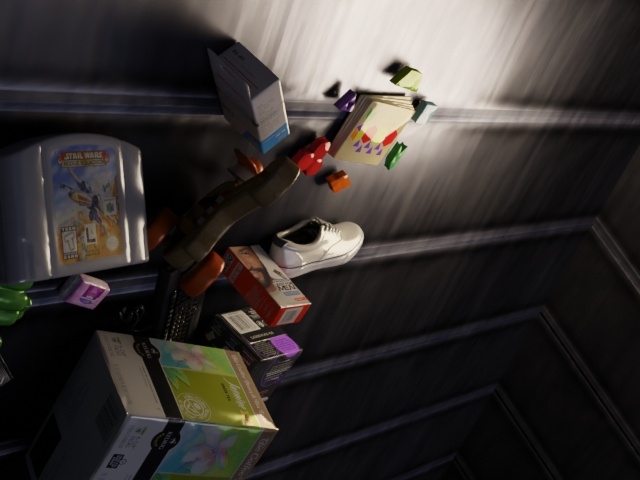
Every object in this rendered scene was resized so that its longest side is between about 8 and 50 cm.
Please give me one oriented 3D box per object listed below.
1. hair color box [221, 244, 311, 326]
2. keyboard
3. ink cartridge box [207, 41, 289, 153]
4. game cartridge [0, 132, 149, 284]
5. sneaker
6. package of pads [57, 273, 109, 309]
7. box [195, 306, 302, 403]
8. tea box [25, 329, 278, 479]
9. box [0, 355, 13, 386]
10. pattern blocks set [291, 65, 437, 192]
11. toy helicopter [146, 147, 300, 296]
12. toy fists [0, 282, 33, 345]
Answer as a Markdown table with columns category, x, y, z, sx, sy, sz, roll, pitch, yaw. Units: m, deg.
| category | x | y | z | sx | sy | sz | roll | pitch | yaw |
| --- | --- | --- | --- | --- | --- | --- | --- | --- | --- |
| hair color box | -0.106 | 0.083 | 2.183 | 0.093 | 0.167 | 0.053 | -6 | 135 | -53 |
| keyboard | -0.297 | 0.158 | 2.173 | 0.201 | 0.033 | 0.317 | -24 | 147 | -36 |
| ink cartridge box | -0.109 | -0.229 | 1.792 | 0.060 | 0.104 | 0.180 | -38 | 154 | -16 |
| game cartridge | -0.344 | -0.052 | 1.627 | 0.297 | 0.062 | 0.198 | -12 | 103 | -62 |
| sneaker | 0.000 | 0.000 | 2.309 | 0.258 | 0.094 | 0.091 | -24 | 138 | -46 |
| package of pads | -0.390 | 0.082 | 1.920 | 0.050 | 0.032 | 0.083 | -47 | 154 | 7 |
| box | -0.190 | 0.284 | 2.377 | 0.270 | 0.143 | 0.165 | -56 | 157 | 20 |
| tea box | -0.315 | 0.372 | 2.144 | 0.323 | 0.220 | 0.329 | 12 | 122 | -38 |
| box | -0.589 | 0.215 | 1.808 | 0.190 | 0.045 | 0.184 | -34 | 150 | -20 |
| pattern blocks set | 0.094 | -0.211 | 2.210 | 0.285 | 0.026 | 0.325 | -51 | 154 | 12 |
| toy helicopter | -0.132 | -0.064 | 1.863 | 0.355 | 0.140 | 0.235 | -25 | -156 | 53 |
| toy fists | -0.488 | 0.096 | 1.645 | 0.096 | 0.142 | 0.279 | 20 | 114 | -42 |
